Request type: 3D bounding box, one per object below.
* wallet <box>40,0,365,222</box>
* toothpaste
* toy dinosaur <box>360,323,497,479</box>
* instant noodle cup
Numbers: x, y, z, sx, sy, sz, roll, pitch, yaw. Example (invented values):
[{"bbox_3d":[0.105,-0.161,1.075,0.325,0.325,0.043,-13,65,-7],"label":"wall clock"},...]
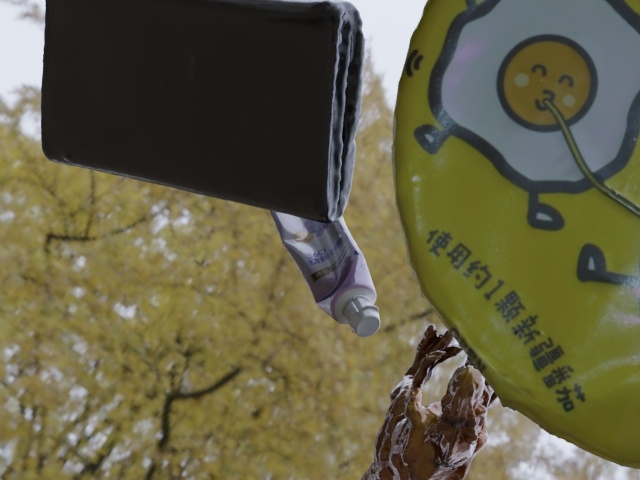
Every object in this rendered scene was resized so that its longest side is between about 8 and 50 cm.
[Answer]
[{"bbox_3d":[-0.141,-0.164,1.333,0.406,0.062,0.228,14,-71,32],"label":"wallet"},{"bbox_3d":[0.000,0.000,1.324,0.075,0.301,0.048,-26,-50,-3],"label":"toothpaste"},{"bbox_3d":[0.091,0.199,1.162,0.097,0.208,0.432,29,-41,4],"label":"toy dinosaur"},{"bbox_3d":[0.218,-0.036,0.701,0.326,0.254,0.325,-1,-96,13],"label":"instant noodle cup"}]
